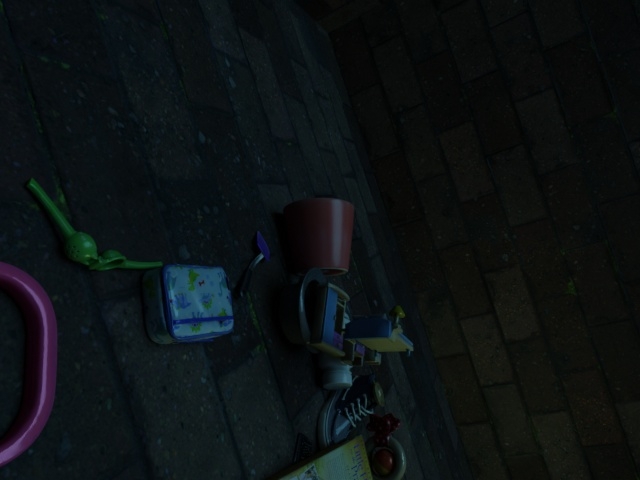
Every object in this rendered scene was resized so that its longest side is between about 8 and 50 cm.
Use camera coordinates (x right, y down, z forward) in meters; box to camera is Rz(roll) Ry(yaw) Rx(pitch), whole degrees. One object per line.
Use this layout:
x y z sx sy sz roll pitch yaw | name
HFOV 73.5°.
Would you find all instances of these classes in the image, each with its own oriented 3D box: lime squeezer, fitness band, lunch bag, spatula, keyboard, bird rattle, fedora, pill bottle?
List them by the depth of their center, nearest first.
-0.475 0.169 0.594 0.209 0.054 0.291 26 51 -60 | fitness band
-0.432 0.015 0.831 0.310 0.059 0.110 45 4 -44 | lime squeezer
-0.294 0.147 0.982 0.219 0.090 0.176 17 61 -62 | lunch bag
-0.042 0.663 1.230 0.100 0.038 0.192 57 28 -32 | keyboard
-0.202 0.077 1.313 0.084 0.030 0.297 62 24 -27 | spatula
-0.057 0.232 1.405 0.243 0.124 0.276 -43 121 -63 | fedora
0.208 0.735 1.480 0.207 0.253 0.143 39 -9 41 | bird rattle
0.054 0.401 1.523 0.131 0.131 0.230 43 36 -49 | pill bottle

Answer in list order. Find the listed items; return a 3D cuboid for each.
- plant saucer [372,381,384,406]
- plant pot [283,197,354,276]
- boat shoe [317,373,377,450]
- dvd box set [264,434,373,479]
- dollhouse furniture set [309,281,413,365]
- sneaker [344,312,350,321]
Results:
0.200 0.537 1.493 0.083 0.015 0.083 55 23 -36 | plant saucer
0.000 0.000 1.569 0.275 0.274 0.244 22 61 -61 | plant pot
0.106 0.581 1.471 0.127 0.158 0.340 64 23 -16 | boat shoe
0.010 0.736 1.135 0.420 0.062 0.308 3 69 -51 | dvd box set
0.164 0.253 1.327 0.286 0.303 0.198 41 48 -44 | dollhouse furniture set
0.029 0.242 1.627 0.297 0.110 0.129 52 24 -40 | sneaker
